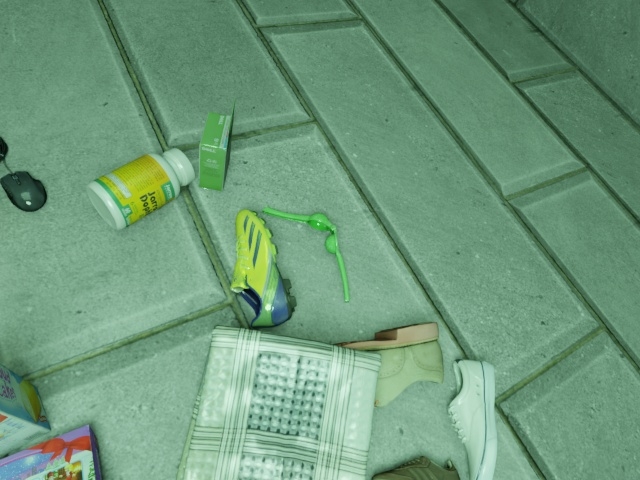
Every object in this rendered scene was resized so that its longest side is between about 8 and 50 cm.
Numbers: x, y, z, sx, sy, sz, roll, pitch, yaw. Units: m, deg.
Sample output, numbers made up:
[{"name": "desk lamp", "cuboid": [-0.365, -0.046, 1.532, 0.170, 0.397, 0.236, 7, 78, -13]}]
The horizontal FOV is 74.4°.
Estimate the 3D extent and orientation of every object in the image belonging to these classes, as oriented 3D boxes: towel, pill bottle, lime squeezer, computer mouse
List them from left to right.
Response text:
[{"name": "computer mouse", "cuboid": [-0.680, -0.157, 0.923, 0.071, 0.041, 0.242, -35, 74, -30]}, {"name": "pill bottle", "cuboid": [-0.392, -0.123, 0.941, 0.117, 0.118, 0.208, 43, 57, 11]}, {"name": "towel", "cuboid": [-0.069, 0.328, 0.715, 0.311, 0.056, 0.325, 12, 84, -5]}, {"name": "lime squeezer", "cuboid": [0.000, 0.000, 1.020, 0.109, 0.059, 0.310, -35, 75, -31]}]

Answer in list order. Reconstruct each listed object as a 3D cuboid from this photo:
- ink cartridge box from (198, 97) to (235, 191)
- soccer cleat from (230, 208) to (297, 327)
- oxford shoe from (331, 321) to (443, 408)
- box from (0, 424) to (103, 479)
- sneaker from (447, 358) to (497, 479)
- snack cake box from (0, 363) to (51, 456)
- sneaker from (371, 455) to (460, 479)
[{"name": "ink cartridge box", "cuboid": [-0.245, -0.224, 0.990, 0.062, 0.209, 0.109, 10, 57, -11]}, {"name": "soccer cleat", "cuboid": [-0.149, 0.054, 0.923, 0.121, 0.093, 0.289, -17, 65, -17]}, {"name": "oxford shoe", "cuboid": [0.077, 0.269, 0.835, 0.396, 0.140, 0.147, -10, 79, -14]}, {"name": "box", "cuboid": [-0.462, 0.416, 0.587, 0.293, 0.057, 0.201, -16, 42, -24]}, {"name": "sneaker", "cuboid": [0.310, 0.373, 0.878, 0.091, 0.094, 0.258, 8, 52, 10]}, {"name": "snack cake box", "cuboid": [-0.506, 0.256, 0.588, 0.152, 0.264, 0.089, -23, 70, -27]}, {"name": "sneaker", "cuboid": [0.179, 0.452, 0.806, 0.188, 0.066, 0.071, 14, 40, -14]}]
